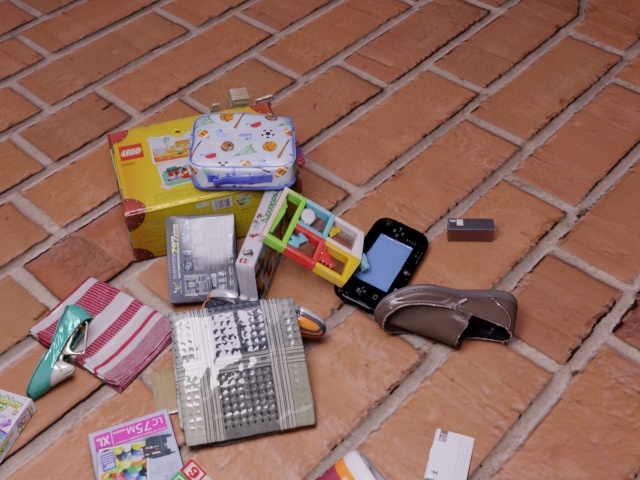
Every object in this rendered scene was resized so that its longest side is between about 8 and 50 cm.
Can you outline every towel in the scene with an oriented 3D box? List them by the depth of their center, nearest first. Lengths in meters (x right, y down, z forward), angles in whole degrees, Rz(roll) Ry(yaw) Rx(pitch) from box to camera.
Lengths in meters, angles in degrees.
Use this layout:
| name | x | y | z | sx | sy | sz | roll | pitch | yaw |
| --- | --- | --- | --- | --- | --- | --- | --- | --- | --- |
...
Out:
| name | x | y | z | sx | sy | sz | roll | pitch | yaw |
| --- | --- | --- | --- | --- | --- | --- | --- | --- | --- |
| towel | -0.186 | 0.306 | 1.797 | 0.312 | 0.056 | 0.324 | -8 | 73 | -9 |
| towel | -0.552 | 0.227 | 1.965 | 0.329 | 0.037 | 0.237 | 24 | 51 | 23 |

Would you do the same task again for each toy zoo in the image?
| name | x | y | z | sx | sy | sz | roll | pitch | yaw |
| --- | --- | --- | --- | --- | --- | --- | --- | --- | --- |
| toy zoo | 0.000 | 0.000 | 1.992 | 0.293 | 0.030 | 0.192 | 31 | 47 | -7 |

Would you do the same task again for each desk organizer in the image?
| name | x | y | z | sx | sy | sz | roll | pitch | yaw |
| --- | --- | --- | --- | --- | --- | --- | --- | --- | --- |
| desk organizer | 0.423 | -0.029 | 2.168 | 0.130 | 0.050 | 0.047 | 1 | 46 | 3 |

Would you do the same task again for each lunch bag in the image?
| name | x | y | z | sx | sy | sz | roll | pitch | yaw |
| --- | --- | --- | --- | --- | --- | --- | --- | --- | --- |
| lunch bag | -0.214 | -0.233 | 2.076 | 0.303 | 0.115 | 0.243 | -2 | 49 | -2 |

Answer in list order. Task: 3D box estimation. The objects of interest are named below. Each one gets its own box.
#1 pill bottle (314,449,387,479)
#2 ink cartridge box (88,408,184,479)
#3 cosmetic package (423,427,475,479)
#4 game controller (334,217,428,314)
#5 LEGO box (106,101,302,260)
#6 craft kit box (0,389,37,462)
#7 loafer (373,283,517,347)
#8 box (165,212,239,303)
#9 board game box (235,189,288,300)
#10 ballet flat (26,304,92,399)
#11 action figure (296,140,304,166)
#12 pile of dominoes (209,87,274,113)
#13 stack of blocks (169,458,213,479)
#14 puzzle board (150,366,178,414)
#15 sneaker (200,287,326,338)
| name | x | y | z | sx | sy | sz | roll | pitch | yaw |
| --- | --- | --- | --- | --- | --- | --- | --- | --- | --- |
| pill bottle | -0.018 | 0.591 | 1.405 | 0.392 | 0.224 | 0.224 | -39 | 54 | -3 |
| ink cartridge box | -0.382 | 0.529 | 1.656 | 0.186 | 0.065 | 0.311 | -16 | 50 | -13 |
| cosmetic package | 0.253 | 0.495 | 1.549 | 0.085 | 0.231 | 0.117 | 13 | 49 | 13 |
| game controller | 0.169 | 0.066 | 2.074 | 0.166 | 0.067 | 0.319 | 20 | 51 | 20 |
| LEGO box | -0.337 | -0.183 | 2.238 | 0.500 | 0.193 | 0.372 | -13 | 48 | -11 |
| craft kit box | -0.827 | 0.443 | 1.756 | 0.250 | 0.061 | 0.246 | 13 | 45 | 13 |
| loafer | 0.317 | 0.193 | 1.901 | 0.366 | 0.134 | 0.130 | -2 | 46 | 0 |
| box | -0.311 | 0.048 | 2.025 | 0.183 | 0.059 | 0.232 | -4 | 85 | -3 |
| board game box | -0.149 | 0.021 | 2.040 | 0.053 | 0.193 | 0.305 | 8 | 48 | 10 |
| ballet flat | -0.621 | 0.275 | 1.851 | 0.087 | 0.083 | 0.247 | 18 | 72 | 7 |
| action figure | -0.073 | -0.274 | 2.434 | 0.038 | 0.030 | 0.115 | -7 | 48 | -12 |
| pile of dominoes | -0.263 | -0.396 | 2.407 | 0.196 | 0.251 | 0.040 | -11 | 73 | -19 |
| stack of blocks | -0.280 | 0.571 | 1.442 | 0.171 | 0.297 | 0.087 | 44 | 27 | 5 |
| puzzle board | -0.355 | 0.361 | 1.847 | 0.096 | 0.011 | 0.128 | -11 | 48 | -10 |
| sneaker | -0.155 | 0.240 | 1.900 | 0.321 | 0.124 | 0.180 | 9 | 57 | 13 |
